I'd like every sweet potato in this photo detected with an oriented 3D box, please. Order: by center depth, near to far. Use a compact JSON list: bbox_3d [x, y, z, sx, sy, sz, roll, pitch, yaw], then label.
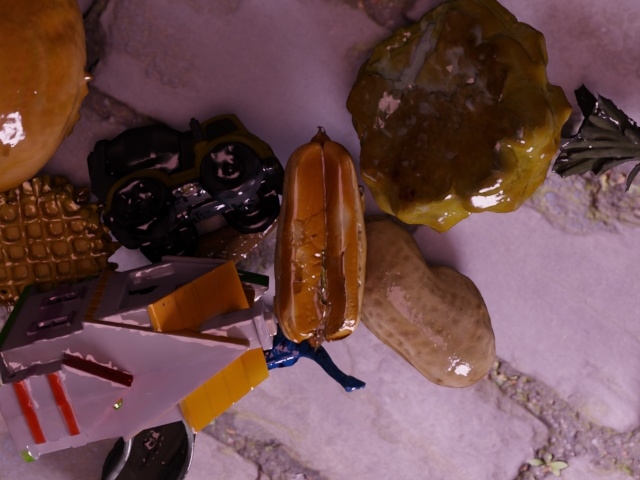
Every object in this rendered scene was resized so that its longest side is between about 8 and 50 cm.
[{"bbox_3d":[-0.126,0.013,1.721,0.206,0.068,0.060,-32,131,4],"label":"sweet potato"}]

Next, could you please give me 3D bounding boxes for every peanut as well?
[{"bbox_3d":[0.119,0.076,1.720,0.253,0.137,0.122,42,146,-14],"label":"peanut"}]

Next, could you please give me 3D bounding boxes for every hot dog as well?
[{"bbox_3d":[0.000,0.000,1.634,0.109,0.072,0.269,1,97,-10],"label":"hot dog"}]

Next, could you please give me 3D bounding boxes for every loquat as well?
[{"bbox_3d":[-0.414,-0.201,1.510,0.328,0.328,0.328,0,110,-1],"label":"loquat"}]

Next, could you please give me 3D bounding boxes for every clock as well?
[{"bbox_3d":[-0.196,0.122,1.594,0.309,0.235,0.166,-15,109,6],"label":"clock"}]

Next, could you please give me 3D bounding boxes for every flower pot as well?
[{"bbox_3d":[-0.227,0.290,1.794,0.103,0.108,0.229,18,107,-7],"label":"flower pot"}]

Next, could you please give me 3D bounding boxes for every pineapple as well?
[{"bbox_3d":[0.420,-0.101,1.669,0.277,0.119,0.130,16,152,-5],"label":"pineapple"}]

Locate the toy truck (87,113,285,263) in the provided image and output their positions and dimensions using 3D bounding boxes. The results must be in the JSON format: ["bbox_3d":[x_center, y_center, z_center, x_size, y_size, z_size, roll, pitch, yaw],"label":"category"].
[{"bbox_3d":[-0.161,-0.079,1.652,0.224,0.147,0.165,-22,67,4],"label":"toy truck"}]

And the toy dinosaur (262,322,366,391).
[{"bbox_3d":[-0.077,0.125,1.731,0.329,0.144,0.076,8,124,21],"label":"toy dinosaur"}]

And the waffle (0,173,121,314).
[{"bbox_3d":[-0.348,0.010,1.715,0.193,0.070,0.197,26,110,-10],"label":"waffle"}]

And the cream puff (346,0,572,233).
[{"bbox_3d":[0.168,-0.147,1.624,0.282,0.185,0.282,1,91,36],"label":"cream puff"}]
